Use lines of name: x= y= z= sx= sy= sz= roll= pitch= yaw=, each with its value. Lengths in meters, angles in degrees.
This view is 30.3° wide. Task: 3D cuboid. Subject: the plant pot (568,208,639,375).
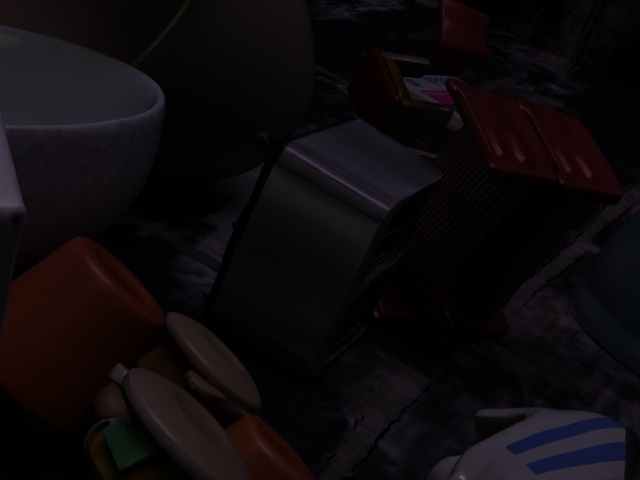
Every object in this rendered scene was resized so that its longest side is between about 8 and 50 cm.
plant pot: x=0.438 y=0.041 z=1.239 sx=0.293 sy=0.196 sz=0.293 roll=20 pitch=22 yaw=-8

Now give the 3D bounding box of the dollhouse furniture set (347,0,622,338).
dollhouse furniture set: x=0.110 y=-0.107 z=1.140 sx=0.152 sy=0.201 sz=0.374 roll=11 pitch=39 yaw=-29

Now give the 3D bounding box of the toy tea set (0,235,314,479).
toy tea set: x=-0.094 y=0.135 z=0.649 sx=0.200 sy=0.124 sz=0.336 roll=45 pitch=2 yaw=-35

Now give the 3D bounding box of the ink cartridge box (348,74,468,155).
ink cartridge box: x=0.179 y=-0.142 z=1.566 sx=0.193 sy=0.088 sz=0.235 roll=35 pitch=25 yaw=26

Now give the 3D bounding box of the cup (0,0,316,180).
cup: x=-0.139 y=-0.186 z=1.110 sx=0.237 sy=0.331 sz=0.331 roll=39 pitch=5 yaw=-44

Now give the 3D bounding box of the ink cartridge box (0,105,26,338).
ink cartridge box: x=-0.247 y=-0.055 z=0.497 sx=0.198 sy=0.114 sz=0.273 roll=2 pitch=37 yaw=-25

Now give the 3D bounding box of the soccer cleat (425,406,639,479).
soccer cleat: x=0.120 y=0.193 z=0.705 sx=0.143 sy=0.116 sz=0.331 roll=11 pitch=16 yaw=14

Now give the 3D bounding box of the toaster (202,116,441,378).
toaster: x=0.000 y=0.000 z=0.931 sx=0.110 sy=0.168 sz=0.186 roll=29 pitch=21 yaw=14

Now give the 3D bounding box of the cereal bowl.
cereal bowl: x=-0.280 y=-0.062 z=0.801 sx=0.339 sy=0.141 sz=0.339 roll=11 pitch=18 yaw=-4
